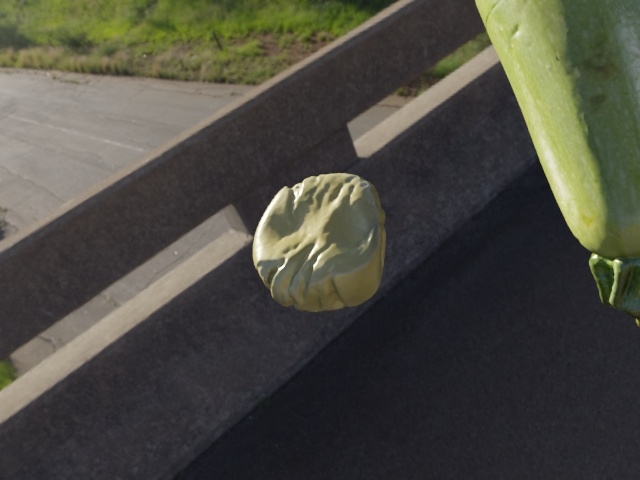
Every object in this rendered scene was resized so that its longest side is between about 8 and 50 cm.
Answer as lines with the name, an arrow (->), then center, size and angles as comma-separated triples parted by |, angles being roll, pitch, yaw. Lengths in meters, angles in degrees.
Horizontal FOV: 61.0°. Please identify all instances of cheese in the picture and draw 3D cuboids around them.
cheese -> 0.000, 0.000, 0.870 | 0.214, 0.117, 0.225 | -5, 61, 11

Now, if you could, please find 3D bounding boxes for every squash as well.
squash -> 0.157, -0.060, 0.308 | 0.094, 0.224, 0.094 | -11, -7, -1
